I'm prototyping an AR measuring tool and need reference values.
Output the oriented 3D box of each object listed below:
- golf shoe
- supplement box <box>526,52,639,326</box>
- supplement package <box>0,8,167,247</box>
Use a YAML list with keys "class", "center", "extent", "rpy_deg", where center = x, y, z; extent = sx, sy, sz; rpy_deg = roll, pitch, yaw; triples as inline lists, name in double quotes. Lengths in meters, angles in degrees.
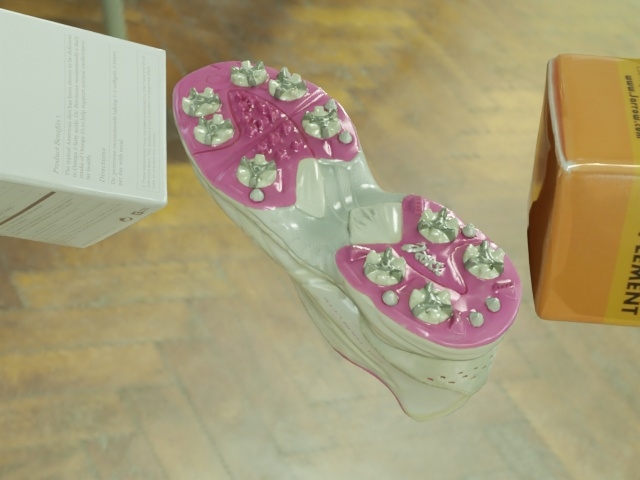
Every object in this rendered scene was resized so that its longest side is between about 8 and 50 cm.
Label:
- class: "golf shoe"
  center: [0.000, 0.000, 0.953]
  extent: [0.115, 0.140, 0.306]
  rpy_deg: [-27, 55, -25]
- class: "supplement box"
  center: [0.197, -0.012, 0.530]
  extent: [0.234, 0.078, 0.080]
  rpy_deg: [2, 38, 1]
- class: "supplement package"
  center: [-0.193, -0.068, 0.847]
  extent: [0.179, 0.105, 0.105]
  rpy_deg: [11, 70, -35]
